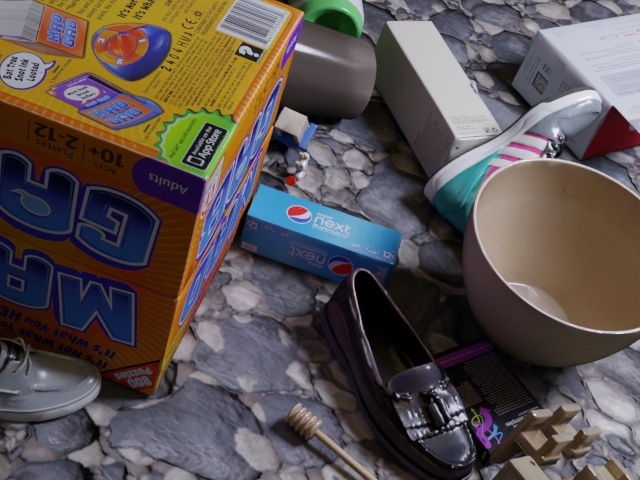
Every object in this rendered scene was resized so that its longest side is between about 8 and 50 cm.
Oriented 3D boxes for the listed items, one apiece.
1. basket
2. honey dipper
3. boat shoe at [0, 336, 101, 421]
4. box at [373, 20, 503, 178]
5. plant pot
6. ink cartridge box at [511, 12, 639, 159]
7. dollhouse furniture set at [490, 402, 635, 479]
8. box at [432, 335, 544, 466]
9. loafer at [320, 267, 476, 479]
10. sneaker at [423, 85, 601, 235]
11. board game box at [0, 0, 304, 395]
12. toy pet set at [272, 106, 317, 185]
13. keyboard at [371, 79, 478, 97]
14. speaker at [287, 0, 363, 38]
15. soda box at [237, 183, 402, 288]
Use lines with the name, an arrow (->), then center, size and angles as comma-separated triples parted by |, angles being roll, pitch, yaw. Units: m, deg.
basket -> -0.043, -0.265, 1.789 | 0.227, 0.204, 0.154 | 8, 67, -26
honey dipper -> 0.027, 0.253, 1.378 | 0.161, 0.030, 0.030 | 38, 45, 14
boat shoe -> -0.356, 0.150, 1.302 | 0.228, 0.081, 0.079 | 0, 46, -19
box -> 0.177, -0.221, 1.852 | 0.094, 0.113, 0.275 | -6, 53, -26
plant pot -> 0.304, 0.058, 1.551 | 0.284, 0.191, 0.284 | 10, 50, -11
ink cartridge box -> 0.540, -0.252, 2.011 | 0.309, 0.130, 0.272 | -14, 54, -31
dollhouse furniture set -> 0.262, 0.327, 1.341 | 0.242, 0.161, 0.212 | 3, 40, -50
box -> 0.210, 0.203, 1.495 | 0.116, 0.029, 0.162 | -16, 52, -31
loafer -> 0.096, 0.163, 1.444 | 0.109, 0.095, 0.302 | -13, 52, -30
sneaker -> 0.318, -0.087, 1.708 | 0.295, 0.124, 0.178 | -33, 67, 3
board game box -> -0.271, -0.108, 1.396 | 0.356, 0.356, 0.356 | 21, 43, 2
toy pet set -> -0.066, -0.141, 1.744 | 0.122, 0.065, 0.114 | 26, 78, 11
keyboard -> 0.146, -0.258, 1.959 | 0.256, 0.014, 0.072 | 5, 44, -15
speaker -> 0.004, -0.442, 2.015 | 0.131, 0.131, 0.296 | 8, 44, -12
soda box -> 0.000, 0.000, 1.598 | 0.210, 0.067, 0.071 | 20, 42, -1
